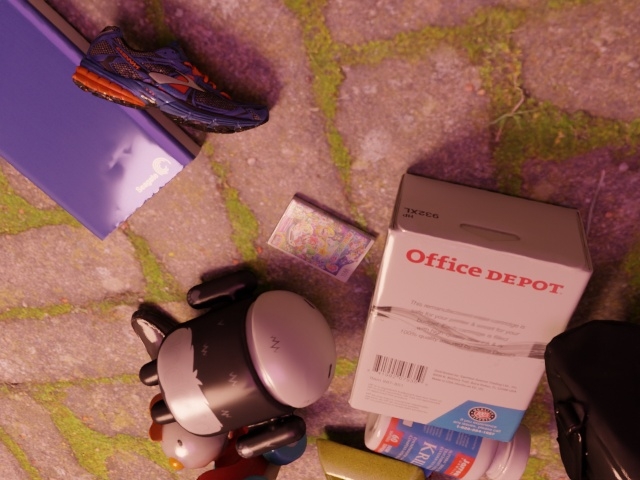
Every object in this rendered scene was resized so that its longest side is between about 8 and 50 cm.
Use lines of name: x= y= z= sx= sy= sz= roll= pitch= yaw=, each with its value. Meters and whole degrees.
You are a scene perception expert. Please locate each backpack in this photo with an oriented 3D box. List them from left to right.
backpack: x=0.405 y=0.262 z=0.830 sx=0.273 sy=0.290 sz=0.355 roll=-23 pitch=147 yaw=-8

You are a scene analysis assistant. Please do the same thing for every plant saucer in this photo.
plant saucer: x=0.087 y=0.418 z=1.144 sx=0.188 sy=0.045 sz=0.188 roll=8 pitch=136 yaw=27

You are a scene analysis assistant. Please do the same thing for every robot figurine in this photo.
robot figurine: x=-0.113 y=0.175 z=0.969 sx=0.278 sy=0.173 sz=0.209 roll=-22 pitch=121 yaw=19

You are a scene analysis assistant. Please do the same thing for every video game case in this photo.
video game case: x=0.000 y=0.000 z=0.917 sx=0.122 sy=0.011 sz=0.087 roll=27 pitch=127 yaw=-7

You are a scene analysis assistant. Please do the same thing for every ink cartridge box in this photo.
ink cartridge box: x=0.174 y=0.092 z=0.869 sx=0.223 sy=0.129 sz=0.307 roll=12 pitch=128 yaw=4

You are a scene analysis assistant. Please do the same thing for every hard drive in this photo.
hard drive: x=-0.334 y=-0.161 z=0.857 sx=0.210 sy=0.040 sz=0.319 roll=-34 pitch=112 yaw=31

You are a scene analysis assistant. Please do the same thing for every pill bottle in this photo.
pill bottle: x=0.187 y=0.279 z=1.010 sx=0.221 sy=0.124 sz=0.124 roll=19 pitch=128 yaw=-1

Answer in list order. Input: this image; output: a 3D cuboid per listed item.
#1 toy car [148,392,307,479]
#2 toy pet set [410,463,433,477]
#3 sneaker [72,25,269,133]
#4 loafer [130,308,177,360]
toy car: x=-0.189 y=0.343 z=1.100 sx=0.238 sy=0.210 sz=0.219 roll=38 pitch=137 yaw=-8
toy pet set: x=0.190 y=0.361 z=1.106 sx=0.122 sy=0.065 sz=0.114 roll=-30 pitch=115 yaw=29
sneaker: x=-0.160 y=-0.179 z=0.778 sx=0.221 sy=0.083 sz=0.087 roll=16 pitch=93 yaw=-16
loafer: x=-0.238 y=0.178 z=1.074 sx=0.062 sy=0.061 sz=0.170 roll=-25 pitch=116 yaw=29
